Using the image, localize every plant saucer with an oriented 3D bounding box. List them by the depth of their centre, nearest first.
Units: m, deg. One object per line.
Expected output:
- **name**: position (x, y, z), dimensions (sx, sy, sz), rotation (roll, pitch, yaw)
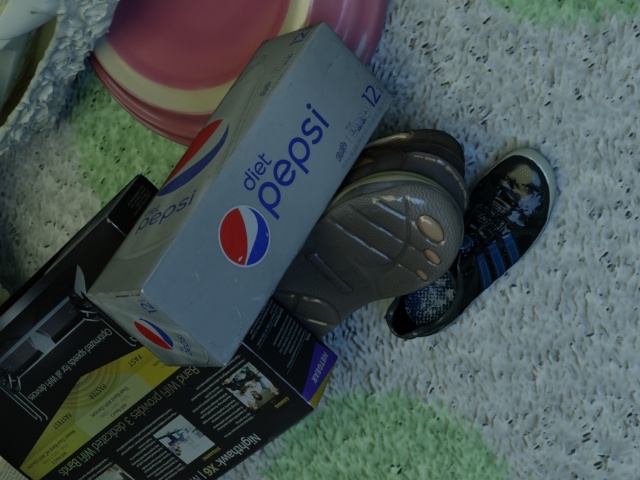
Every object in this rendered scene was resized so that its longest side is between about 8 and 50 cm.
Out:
- **plant saucer**: position (-0.103, -0.243, 1.195), dimensions (0.332, 0.084, 0.332), rotation (5, 102, 24)

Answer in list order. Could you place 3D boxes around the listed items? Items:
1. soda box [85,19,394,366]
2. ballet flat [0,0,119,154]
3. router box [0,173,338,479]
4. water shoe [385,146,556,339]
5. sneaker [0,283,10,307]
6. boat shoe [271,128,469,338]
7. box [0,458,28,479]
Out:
- **soda box**: position (-0.060, -0.039, 1.047), dimensions (0.098, 0.286, 0.091), rotation (44, 152, -26)
- **ballet flat**: position (-0.269, -0.193, 1.156), dimensions (0.147, 0.147, 0.409), rotation (47, 145, 10)
- **router box**: position (-0.176, 0.121, 1.183), dimensions (0.243, 0.081, 0.309), rotation (44, 124, -12)
- **water shoe**: position (0.133, 0.011, 1.137), dimensions (0.073, 0.080, 0.203), rotation (38, 112, 12)
- **sneaker**: position (-0.345, 0.057, 1.314), dimensions (0.208, 0.127, 0.319), rotation (26, 134, 14)
- **boat shoe**: position (0.000, 0.000, 1.173), dimensions (0.355, 0.130, 0.132), rotation (-18, 121, 42)
- **box**: position (-0.214, 0.314, 1.341), dimensions (0.275, 0.094, 0.113), rotation (37, 113, 13)
